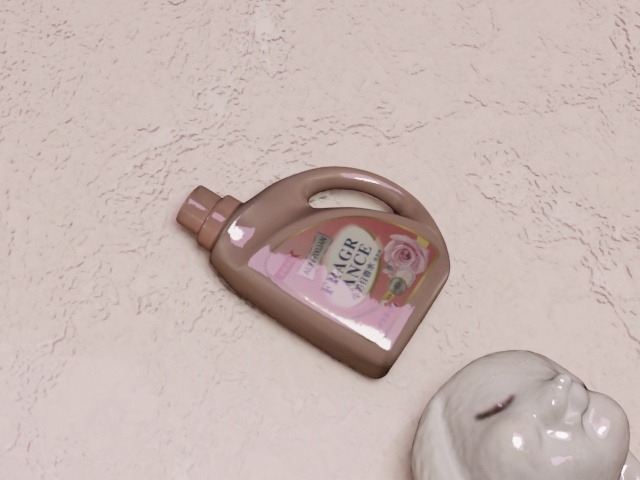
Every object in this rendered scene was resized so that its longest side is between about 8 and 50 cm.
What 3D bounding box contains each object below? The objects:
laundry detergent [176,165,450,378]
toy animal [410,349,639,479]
[{"bbox_3d":[0.000,0.000,1.401,0.237,0.076,0.171,33,67,5],"label":"laundry detergent"},{"bbox_3d":[0.180,0.222,1.296,0.272,0.206,0.265,-10,63,-29],"label":"toy animal"}]
